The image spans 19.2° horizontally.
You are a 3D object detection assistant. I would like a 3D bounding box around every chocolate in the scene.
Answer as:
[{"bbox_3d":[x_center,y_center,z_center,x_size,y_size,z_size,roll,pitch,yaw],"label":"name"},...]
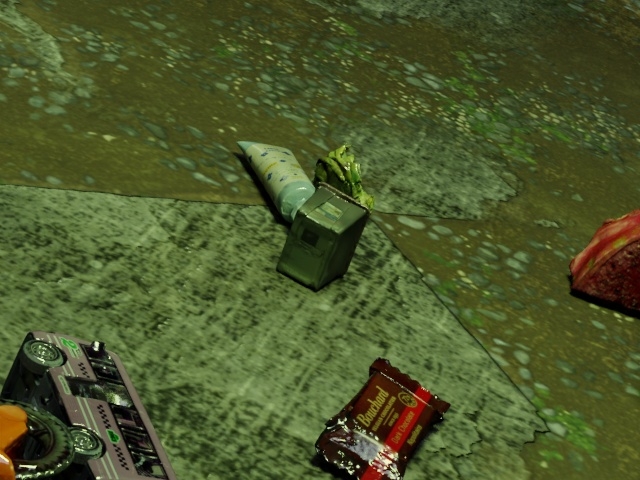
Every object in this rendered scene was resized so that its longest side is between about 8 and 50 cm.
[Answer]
[{"bbox_3d":[0.054,0.157,1.604,0.086,0.028,0.182,32,26,3],"label":"chocolate"}]

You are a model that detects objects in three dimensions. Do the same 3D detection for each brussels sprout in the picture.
[{"bbox_3d":[0.022,-0.062,1.979,0.058,0.085,0.085,-27,44,-14],"label":"brussels sprout"}]

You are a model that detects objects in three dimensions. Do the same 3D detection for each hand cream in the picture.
[{"bbox_3d":[-0.037,-0.062,1.952,0.065,0.043,0.171,11,25,-23],"label":"hand cream"}]

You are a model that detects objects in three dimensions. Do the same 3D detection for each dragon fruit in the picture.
[{"bbox_3d":[0.411,0.025,2.053,0.261,0.189,0.163,22,55,-10],"label":"dragon fruit"}]

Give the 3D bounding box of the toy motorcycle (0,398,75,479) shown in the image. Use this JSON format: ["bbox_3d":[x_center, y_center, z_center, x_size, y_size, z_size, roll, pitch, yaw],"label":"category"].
[{"bbox_3d":[-0.338,0.107,1.241,0.325,0.148,0.221,24,26,17],"label":"toy motorcycle"}]

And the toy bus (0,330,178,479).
[{"bbox_3d":[-0.170,0.148,1.367,0.098,0.087,0.178,8,31,-32],"label":"toy bus"}]

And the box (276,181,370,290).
[{"bbox_3d":[0.000,0.000,1.815,0.060,0.085,0.063,29,33,12],"label":"box"}]
